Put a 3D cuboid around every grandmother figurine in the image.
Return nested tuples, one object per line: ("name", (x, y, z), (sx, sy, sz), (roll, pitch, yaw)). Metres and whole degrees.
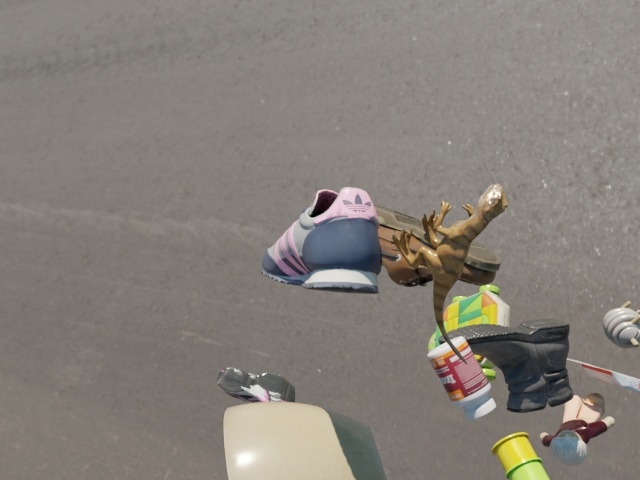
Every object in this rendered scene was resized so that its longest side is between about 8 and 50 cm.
("grandmother figurine", (0.709, 0.529, 1.713), (0.207, 0.342, 0.104), (-39, 77, 27))

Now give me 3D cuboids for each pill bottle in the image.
("pill bottle", (0.286, 0.277, 1.228), (0.086, 0.086, 0.152), (-29, 81, 4))

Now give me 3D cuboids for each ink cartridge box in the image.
("ink cartridge box", (0.833, 0.399, 1.811), (0.145, 0.179, 0.045), (178, 106, -78))

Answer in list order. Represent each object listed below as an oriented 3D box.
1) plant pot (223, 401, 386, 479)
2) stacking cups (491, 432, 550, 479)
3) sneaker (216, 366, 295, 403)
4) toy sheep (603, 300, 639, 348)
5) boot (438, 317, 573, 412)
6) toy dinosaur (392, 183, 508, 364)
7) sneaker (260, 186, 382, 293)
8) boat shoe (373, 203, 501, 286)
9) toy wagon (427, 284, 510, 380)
("plant pot", (-0.005, 0.349, 0.852), (0.190, 0.284, 0.284), (-15, 48, -3))
("stacking cups", (0.481, 0.582, 1.322), (0.096, 0.096, 0.316), (-26, 49, 7))
("sneaker", (-0.138, 0.328, 1.348), (0.178, 0.077, 0.072), (19, 60, 6))
("toy sheep", (0.660, 0.188, 1.323), (0.091, 0.091, 0.132), (-17, 17, 15))
("boot", (0.463, 0.320, 1.506), (0.338, 0.223, 0.118), (-4, 6, -2))
("toy dinosaur", (0.131, 0.029, 0.658), (0.064, 0.212, 0.112), (-11, 40, -29))
("sneaker", (0.000, 0.000, 0.840), (0.319, 0.112, 0.131), (180, 95, -67))
("boat shoe", (0.163, 0.027, 0.992), (0.307, 0.110, 0.105), (31, 107, 57))
("toy wagon", (0.408, 0.284, 1.765), (0.344, 0.068, 0.267), (-35, 38, 53))
